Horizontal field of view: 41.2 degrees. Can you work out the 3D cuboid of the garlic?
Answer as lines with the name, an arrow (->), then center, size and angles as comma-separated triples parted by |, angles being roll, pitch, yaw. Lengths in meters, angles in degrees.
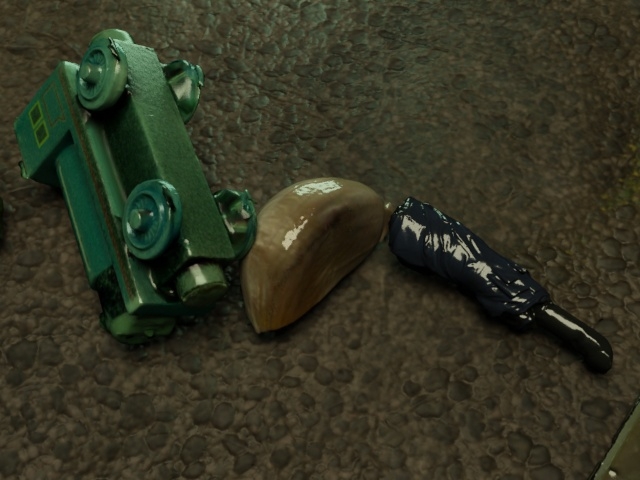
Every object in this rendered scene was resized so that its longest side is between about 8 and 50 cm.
garlic -> -0.009, -0.007, 0.817 | 0.087, 0.101, 0.195 | 13, 43, 42

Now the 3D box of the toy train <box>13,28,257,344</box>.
toy train -> -0.182, -0.050, 0.809 | 0.120, 0.194, 0.298 | 7, 52, -49

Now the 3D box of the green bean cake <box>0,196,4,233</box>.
green bean cake -> -0.503, -0.039, 0.769 | 0.319, 0.218, 0.335 | 25, 61, 15

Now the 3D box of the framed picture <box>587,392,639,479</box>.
framed picture -> 0.383, 0.184, 0.747 | 0.213, 0.016, 0.289 | 32, 62, 20

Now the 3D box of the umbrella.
umbrella -> 0.170, 0.045, 0.819 | 0.248, 0.071, 0.071 | 34, 62, 12
